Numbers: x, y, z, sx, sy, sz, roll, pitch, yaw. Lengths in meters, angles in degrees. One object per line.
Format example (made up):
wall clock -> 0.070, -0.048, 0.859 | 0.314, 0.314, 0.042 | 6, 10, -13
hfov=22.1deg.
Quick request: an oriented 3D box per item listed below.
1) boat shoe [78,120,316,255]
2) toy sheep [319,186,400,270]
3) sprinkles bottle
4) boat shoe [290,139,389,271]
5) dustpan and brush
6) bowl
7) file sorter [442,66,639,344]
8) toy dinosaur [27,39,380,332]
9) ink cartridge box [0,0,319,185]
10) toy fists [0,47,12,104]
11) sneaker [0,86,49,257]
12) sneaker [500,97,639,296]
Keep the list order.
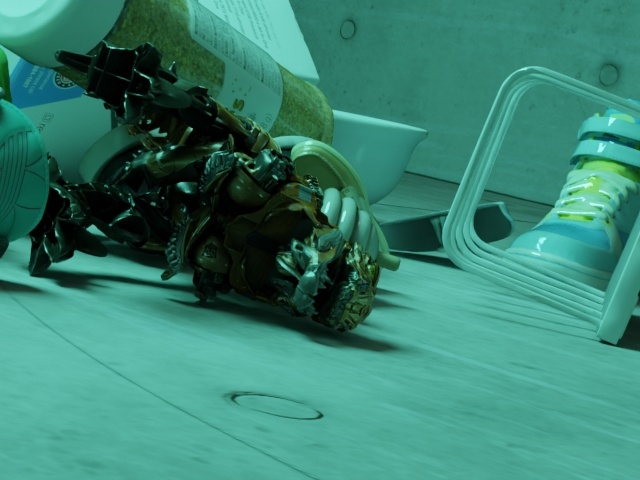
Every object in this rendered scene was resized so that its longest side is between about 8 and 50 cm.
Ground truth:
boat shoe -> -0.072, -0.027, 1.362 | 0.302, 0.114, 0.091 | 0, 52, -49
toy sheep -> 0.000, 0.000, 1.282 | 0.132, 0.091, 0.091 | 24, 3, -9
sprinkles bottle -> -0.127, -0.149, 1.385 | 0.121, 0.121, 0.355 | 15, -10, 38
boat shoe -> 0.016, -0.020, 1.343 | 0.050, 0.135, 0.045 | -21, 26, 26
dustpan and brush -> 0.152, -0.005, 1.764 | 0.147, 0.060, 0.211 | -10, 0, 19
bowl -> -0.032, -0.093, 1.900 | 0.298, 0.134, 0.298 | 11, 6, -1
file sorter -> 0.221, -0.043, 1.445 | 0.173, 0.193, 0.277 | 22, 7, 8
toy dinosaur -> -0.092, -0.035, 1.145 | 0.218, 0.164, 0.322 | 16, -1, -42
ink cartridge box -> -0.192, -0.153, 1.623 | 0.307, 0.223, 0.129 | 7, 47, -36
toy fists -> -0.282, -0.083, 1.223 | 0.096, 0.142, 0.279 | 10, 5, -12
sneaker -> -0.237, -0.033, 0.964 | 0.178, 0.124, 0.295 | -3, 11, -31
sneaker -> 0.287, -0.051, 1.732 | 0.127, 0.208, 0.319 | 14, 7, 23
